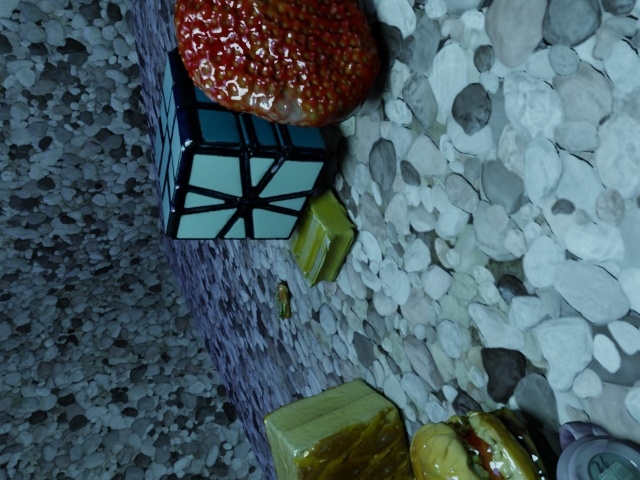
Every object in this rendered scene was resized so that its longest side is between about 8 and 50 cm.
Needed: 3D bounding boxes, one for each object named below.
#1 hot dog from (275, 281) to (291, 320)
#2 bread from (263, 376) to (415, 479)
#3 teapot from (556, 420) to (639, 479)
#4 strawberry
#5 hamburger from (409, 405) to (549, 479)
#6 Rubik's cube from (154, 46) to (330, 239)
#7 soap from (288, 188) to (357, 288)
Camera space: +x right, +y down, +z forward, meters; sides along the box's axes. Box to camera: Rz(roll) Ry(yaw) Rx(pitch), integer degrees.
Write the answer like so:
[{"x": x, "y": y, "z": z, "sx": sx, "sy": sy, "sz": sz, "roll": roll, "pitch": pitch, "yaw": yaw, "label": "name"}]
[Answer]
[{"x": -0.119, "y": 0.189, "z": 1.576, "sx": 0.056, "sy": 0.041, "sz": 0.133, "roll": 28, "pitch": 130, "yaw": 58, "label": "hot dog"}, {"x": 0.047, "y": 0.500, "z": 1.159, "sx": 0.207, "sy": 0.279, "sz": 0.279, "roll": 16, "pitch": 117, "yaw": 64, "label": "bread"}, {"x": 0.333, "y": 0.310, "z": 0.623, "sx": 0.148, "sy": 0.116, "sz": 0.146, "roll": 35, "pitch": 149, "yaw": 47, "label": "teapot"}, {"x": -0.066, "y": -0.327, "z": 0.868, "sx": 0.351, "sy": 0.312, "sz": 0.267, "roll": 48, "pitch": 171, "yaw": 11, "label": "strawberry"}, {"x": 0.235, "y": 0.371, "z": 0.748, "sx": 0.244, "sy": 0.163, "sz": 0.244, "roll": 166, "pitch": 90, "yaw": -88, "label": "hamburger"}, {"x": -0.178, "y": -0.187, "z": 1.063, "sx": 0.293, "sy": 0.288, "sz": 0.283, "roll": 120, "pitch": 143, "yaw": -45, "label": "Rubik's cube"}, {"x": -0.002, "y": 0.001, "z": 1.168, "sx": 0.135, "sy": 0.076, "sz": 0.233, "roll": 63, "pitch": 154, "yaw": 24, "label": "soap"}]
